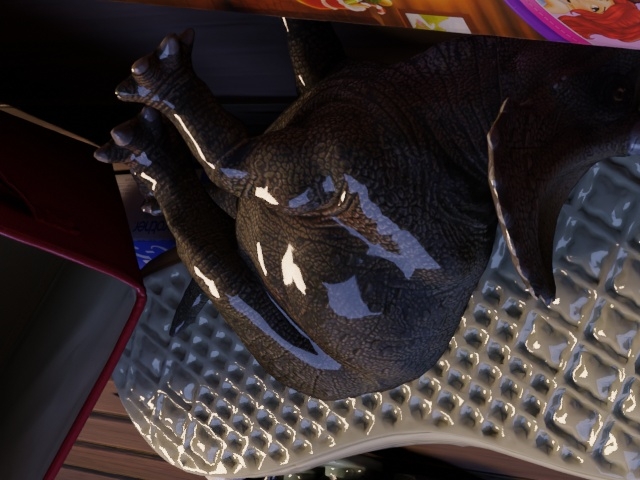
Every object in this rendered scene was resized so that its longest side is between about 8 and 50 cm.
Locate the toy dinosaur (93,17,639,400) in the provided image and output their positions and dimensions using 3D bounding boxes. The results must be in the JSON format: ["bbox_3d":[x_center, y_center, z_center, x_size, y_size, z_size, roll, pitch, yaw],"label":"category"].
[{"bbox_3d":[0.000,0.000,0.571,0.160,0.121,0.313,48,134,5],"label":"toy dinosaur"}]

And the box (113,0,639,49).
[{"bbox_3d":[-0.027,-0.148,0.370,0.201,0.057,0.293,8,160,24],"label":"box"}]

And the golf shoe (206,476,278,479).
[{"bbox_3d":[-0.073,0.143,1.216,0.077,0.094,0.198,6,157,35],"label":"golf shoe"}]

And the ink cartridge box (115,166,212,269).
[{"bbox_3d":[-0.110,0.001,0.904,0.207,0.046,0.097,-2,155,45],"label":"ink cartridge box"}]

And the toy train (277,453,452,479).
[{"bbox_3d":[0.024,0.271,1.450,0.190,0.142,0.334,15,165,-24],"label":"toy train"}]

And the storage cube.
[{"bbox_3d":[-0.211,0.029,0.745,0.184,0.215,0.193,24,-165,-21],"label":"storage cube"}]

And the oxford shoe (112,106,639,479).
[{"bbox_3d":[0.087,0.021,0.677,0.449,0.169,0.130,-12,-174,43],"label":"oxford shoe"}]
